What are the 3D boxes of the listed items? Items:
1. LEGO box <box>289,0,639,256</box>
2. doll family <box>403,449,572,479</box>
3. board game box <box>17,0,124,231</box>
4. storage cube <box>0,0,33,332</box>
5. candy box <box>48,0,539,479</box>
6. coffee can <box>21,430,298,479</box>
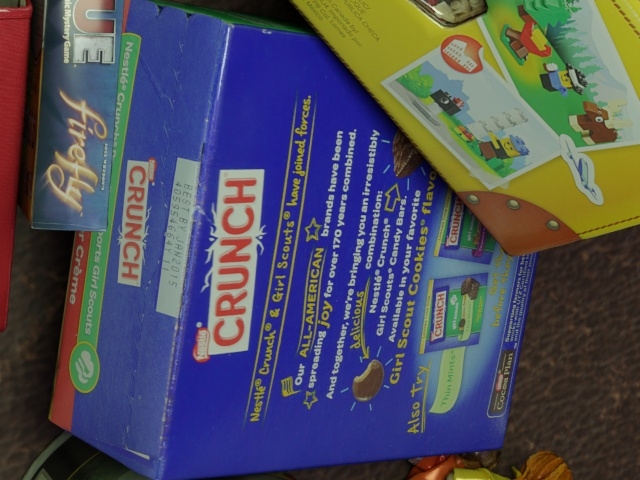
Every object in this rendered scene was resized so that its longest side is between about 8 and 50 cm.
[{"bbox_3d":[0.090,-0.304,1.026,0.500,0.193,0.372,47,48,-24],"label":"LEGO box"},{"bbox_3d":[0.148,0.246,1.293,0.163,0.118,0.263,-40,113,-11],"label":"doll family"},{"bbox_3d":[-0.154,-0.106,1.024,0.042,0.243,0.165,3,100,-16],"label":"board game box"},{"bbox_3d":[-0.274,-0.070,0.997,0.184,0.215,0.193,-1,114,-23],"label":"storage cube"},{"bbox_3d":[0.000,0.000,1.126,0.317,0.122,0.268,3,100,-47],"label":"candy box"},{"bbox_3d":[-0.071,0.230,1.112,0.202,0.275,0.201,-5,103,-22],"label":"coffee can"}]
